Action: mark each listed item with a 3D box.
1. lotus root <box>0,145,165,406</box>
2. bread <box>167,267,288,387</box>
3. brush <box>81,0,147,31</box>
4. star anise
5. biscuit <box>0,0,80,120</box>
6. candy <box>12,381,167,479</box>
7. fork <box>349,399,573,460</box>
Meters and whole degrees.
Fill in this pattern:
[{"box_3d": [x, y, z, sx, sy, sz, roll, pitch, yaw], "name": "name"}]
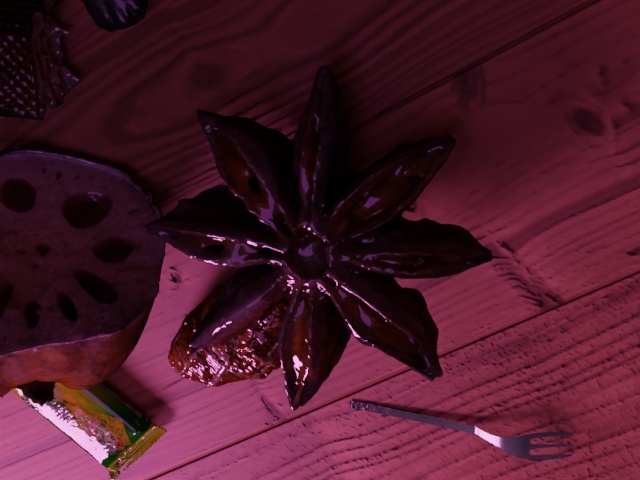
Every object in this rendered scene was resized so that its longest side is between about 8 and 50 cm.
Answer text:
[{"box_3d": [-0.285, 0.057, 1.612, 0.272, 0.272, 0.192, 18, 136, 8], "name": "lotus root"}, {"box_3d": [-0.078, 0.094, 1.650, 0.105, 0.076, 0.233, 46, 127, -10], "name": "bread"}, {"box_3d": [-0.257, -0.325, 1.452, 0.070, 0.051, 0.323, -19, 114, 32], "name": "brush"}, {"box_3d": [-0.001, -0.002, 1.515, 0.332, 0.117, 0.331, 2, 103, 10], "name": "star anise"}, {"box_3d": [-0.359, -0.186, 1.572, 0.252, 0.070, 0.106, 8, 125, 15], "name": "biscuit"}, {"box_3d": [-0.265, 0.182, 1.803, 0.178, 0.032, 0.102, 42, 126, -9], "name": "candy"}, {"box_3d": [0.140, 0.195, 1.668, 0.235, 0.021, 0.039, 8, 121, 15], "name": "fork"}]
